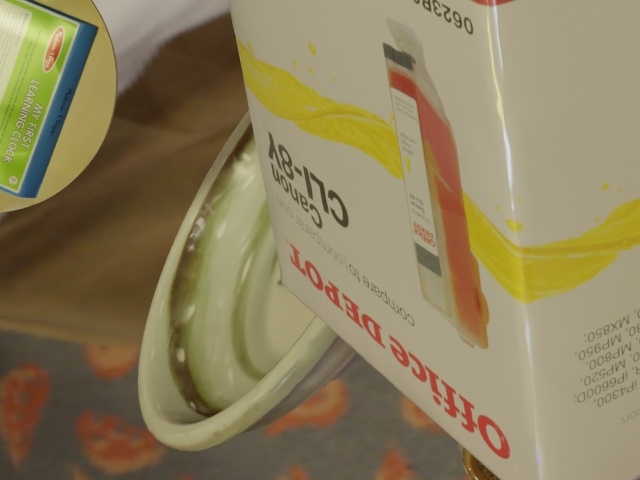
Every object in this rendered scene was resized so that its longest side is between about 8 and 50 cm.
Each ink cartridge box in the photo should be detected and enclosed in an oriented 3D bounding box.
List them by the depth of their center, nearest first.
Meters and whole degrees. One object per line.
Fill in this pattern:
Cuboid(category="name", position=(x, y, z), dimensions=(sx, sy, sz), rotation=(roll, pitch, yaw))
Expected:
Cuboid(category="ink cartridge box", position=(0.080, -0.097, 0.975), dimensions=(0.279, 0.160, 0.384), rotation=(41, 149, 49))

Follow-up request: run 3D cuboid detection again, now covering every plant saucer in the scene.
Cuboid(category="plant saucer", position=(0.000, 0.000, 1.595), dimensions=(0.100, 0.400, 0.400), rotation=(29, 111, -22))

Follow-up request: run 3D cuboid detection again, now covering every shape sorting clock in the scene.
Cuboid(category="shape sorting clock", position=(-0.254, -0.123, 1.505), dimensions=(0.206, 0.040, 0.206), rotation=(1, 98, 8))

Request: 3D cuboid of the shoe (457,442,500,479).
Cuboid(category="shoe", position=(0.178, 0.077, 1.245), dimensions=(0.219, 0.058, 0.076), rotation=(-31, 107, 2))
